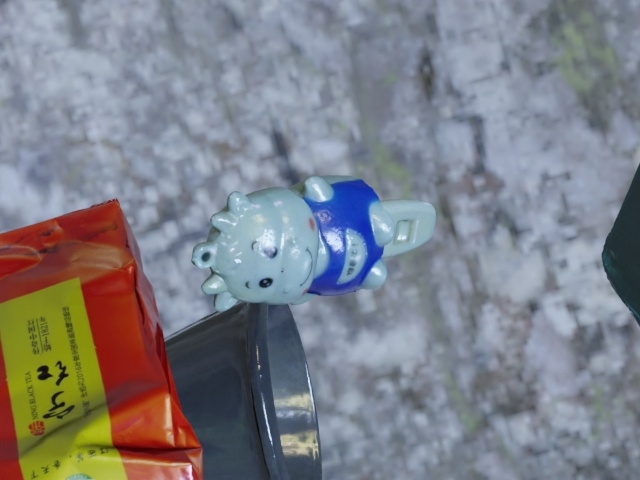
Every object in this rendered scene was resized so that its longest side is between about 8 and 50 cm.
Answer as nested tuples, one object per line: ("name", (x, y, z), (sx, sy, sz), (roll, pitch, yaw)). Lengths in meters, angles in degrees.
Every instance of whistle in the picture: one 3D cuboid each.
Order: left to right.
("whistle", (0.000, 0.000, 1.274), (0.092, 0.244, 0.110), (30, -62, 46))

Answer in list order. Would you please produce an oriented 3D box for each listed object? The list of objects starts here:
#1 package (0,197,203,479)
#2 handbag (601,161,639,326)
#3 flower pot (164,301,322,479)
("package", (-0.209, 0.135, 1.307), (0.423, 0.196, 0.123), (-115, -170, -47))
("handbag", (0.460, 0.004, 1.910), (0.238, 0.089, 0.326), (56, -27, 29))
("flower pot", (-0.101, 0.178, 1.616), (0.269, 0.166, 0.269), (-10, 90, -80))
